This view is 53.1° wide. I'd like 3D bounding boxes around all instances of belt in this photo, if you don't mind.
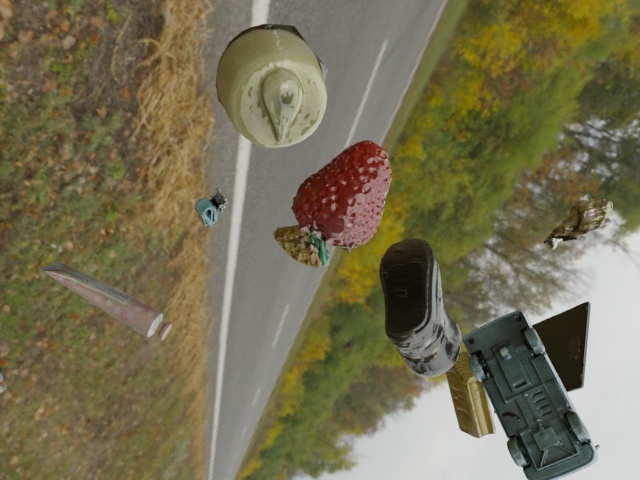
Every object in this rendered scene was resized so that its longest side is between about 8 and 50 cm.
[{"bbox_3d":[-0.360,-0.102,2.107,0.100,0.065,0.179,-34,172,-14],"label":"belt"}]

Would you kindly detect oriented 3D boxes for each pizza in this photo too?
[{"bbox_3d":[-0.066,0.006,1.807,0.046,0.175,0.134,-42,152,-41],"label":"pizza"}]

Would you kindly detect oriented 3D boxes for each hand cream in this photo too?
[{"bbox_3d":[-0.324,0.088,0.981,0.043,0.209,0.067,-61,178,9],"label":"hand cream"}]

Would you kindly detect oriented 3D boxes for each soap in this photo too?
[{"bbox_3d":[0.479,0.493,2.076,0.080,0.258,0.160,-13,177,-13],"label":"soap"}]

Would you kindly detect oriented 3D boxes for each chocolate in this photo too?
[{"bbox_3d":[-0.124,-0.402,1.802,0.314,0.326,0.297,-34,-135,11],"label":"chocolate"}]

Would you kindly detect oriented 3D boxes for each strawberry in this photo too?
[{"bbox_3d":[0.063,-0.107,1.420,0.244,0.205,0.205,-58,176,8],"label":"strawberry"}]

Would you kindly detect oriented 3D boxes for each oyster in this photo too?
[{"bbox_3d":[0.560,-0.038,1.401,0.163,0.081,0.191,-27,168,15],"label":"oyster"}]

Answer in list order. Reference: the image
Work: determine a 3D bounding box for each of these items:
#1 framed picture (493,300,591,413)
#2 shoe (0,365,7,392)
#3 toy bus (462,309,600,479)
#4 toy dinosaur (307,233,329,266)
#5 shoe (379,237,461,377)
[{"bbox_3d":[0.606,0.328,1.765,0.338,0.014,0.255,-45,-160,54],"label":"framed picture"},{"bbox_3d":[-0.522,0.139,0.902,0.291,0.114,0.137,106,-16,-59],"label":"shoe"},{"bbox_3d":[0.327,0.244,0.996,0.113,0.246,0.134,-30,149,16],"label":"toy bus"},{"bbox_3d":[0.000,0.000,1.710,0.096,0.059,0.132,-109,-175,-58],"label":"toy dinosaur"},{"bbox_3d":[0.273,0.181,1.735,0.171,0.237,0.384,-22,-144,18],"label":"shoe"}]
